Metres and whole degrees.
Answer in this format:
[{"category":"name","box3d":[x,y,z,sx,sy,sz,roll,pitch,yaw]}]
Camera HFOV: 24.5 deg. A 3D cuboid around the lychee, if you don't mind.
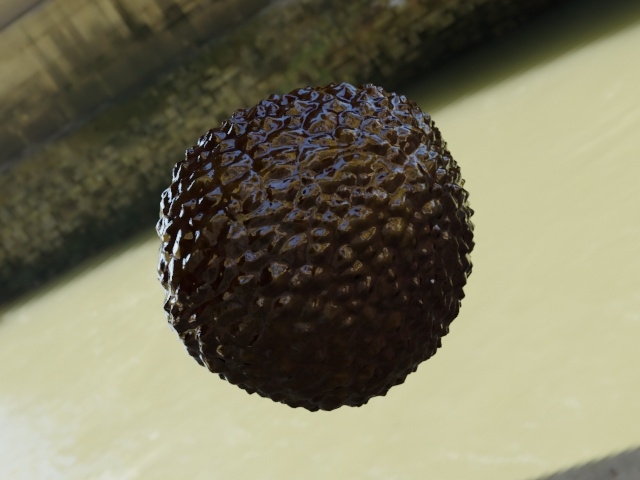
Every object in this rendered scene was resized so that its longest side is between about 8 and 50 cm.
[{"category":"lychee","box3d":[-0.002,0.003,0.837,0.194,0.194,0.194,-31,18,11]}]
